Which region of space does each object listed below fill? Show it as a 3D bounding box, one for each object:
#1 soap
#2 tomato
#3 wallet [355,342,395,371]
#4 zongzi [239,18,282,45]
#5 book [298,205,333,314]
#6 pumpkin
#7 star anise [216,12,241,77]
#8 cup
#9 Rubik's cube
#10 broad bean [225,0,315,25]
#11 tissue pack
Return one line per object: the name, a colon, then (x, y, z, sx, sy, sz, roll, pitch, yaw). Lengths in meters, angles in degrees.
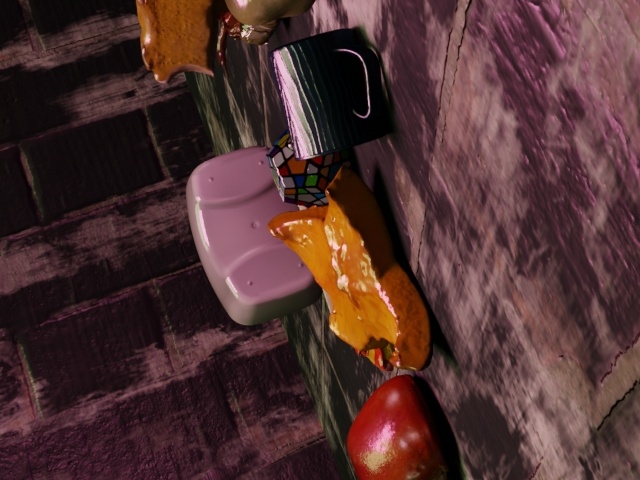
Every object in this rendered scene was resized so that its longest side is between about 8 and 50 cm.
soap: (-0.202, -0.432, 1.644, 0.338, 0.169, 0.304, 116, 154, -78)
tomato: (0.115, 0.322, 1.636, 0.200, 0.139, 0.233, -113, 6, -66)
wallet: (0.065, 0.079, 1.668, 0.141, 0.067, 0.241, -135, 28, -67)
zongzi: (-0.081, -0.396, 1.689, 0.130, 0.062, 0.154, -42, 44, 53)
book: (0.000, 0.000, 1.829, 0.310, 0.021, 0.217, -93, -14, -74)
pumpkin: (0.049, 0.057, 1.513, 0.290, 0.095, 0.258, 65, 155, 6)
star anise: (-0.196, -0.403, 2.065, 0.140, 0.144, 0.158, 41, -156, -2)
cup: (0.021, -0.182, 1.314, 0.113, 0.150, 0.138, -31, -73, -64)
Rubik's cube: (-0.015, -0.111, 1.590, 0.112, 0.133, 0.133, 23, 138, 41)
broad bean: (-0.051, -0.382, 1.302, 0.263, 0.121, 0.189, 111, 146, -54)
tissue pack: (-0.132, -0.002, 2.165, 0.236, 0.229, 0.333, 106, 143, -72)
